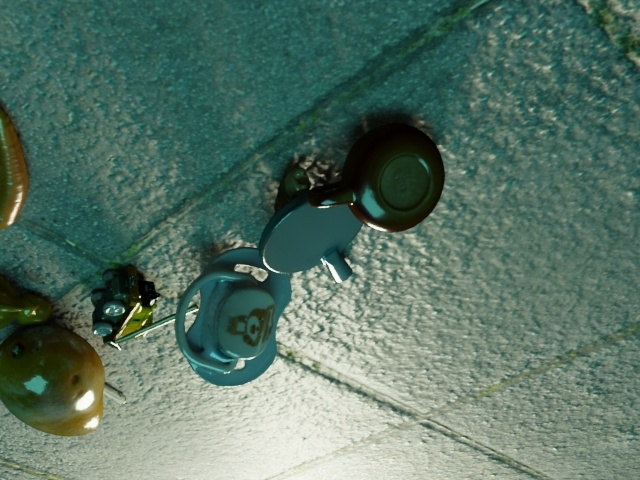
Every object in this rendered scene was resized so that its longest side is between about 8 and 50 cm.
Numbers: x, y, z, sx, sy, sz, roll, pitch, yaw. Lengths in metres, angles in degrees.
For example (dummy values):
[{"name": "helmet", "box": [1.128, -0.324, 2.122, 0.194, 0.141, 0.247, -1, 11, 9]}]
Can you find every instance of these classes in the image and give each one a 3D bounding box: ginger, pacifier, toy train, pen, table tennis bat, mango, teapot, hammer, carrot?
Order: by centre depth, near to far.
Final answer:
[{"name": "teapot", "box": [0.093, -0.099, 1.333, 0.252, 0.135, 0.178, -17, 105, -16]}, {"name": "carrot", "box": [-0.521, -0.114, 1.354, 0.066, 0.062, 0.271, 39, 133, 10]}, {"name": "ginger", "box": [-0.052, -0.070, 1.422, 0.051, 0.070, 0.173, -12, 148, -18]}, {"name": "table tennis bat", "box": [0.000, 0.000, 1.478, 0.215, 0.044, 0.329, -35, 152, 0]}, {"name": "pacifier", "box": [-0.188, 0.142, 1.609, 0.227, 0.279, 0.207, 15, -179, -23]}, {"name": "toy train", "box": [-0.395, 0.135, 1.652, 0.127, 0.089, 0.219, 8, 141, -30]}, {"name": "hammer", "box": [-0.341, 0.177, 1.664, 0.198, 0.013, 0.062, -23, 155, 1]}, {"name": "mango", "box": [-0.579, 0.313, 1.771, 0.221, 0.199, 0.384, -20, 143, -5]}, {"name": "pen", "box": [-0.547, 0.347, 1.961, 0.025, 0.025, 0.204, -21, 137, 23]}]

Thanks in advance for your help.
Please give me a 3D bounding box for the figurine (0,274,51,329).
[{"name": "figurine", "box": [-0.606, 0.134, 1.618, 0.122, 0.122, 0.176, 3, 173, 31]}]
